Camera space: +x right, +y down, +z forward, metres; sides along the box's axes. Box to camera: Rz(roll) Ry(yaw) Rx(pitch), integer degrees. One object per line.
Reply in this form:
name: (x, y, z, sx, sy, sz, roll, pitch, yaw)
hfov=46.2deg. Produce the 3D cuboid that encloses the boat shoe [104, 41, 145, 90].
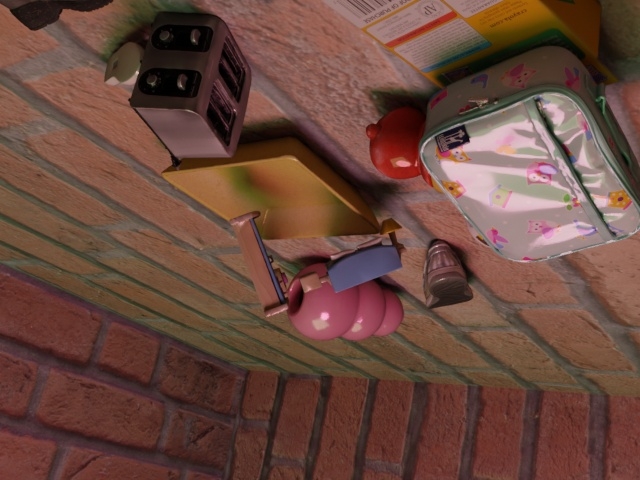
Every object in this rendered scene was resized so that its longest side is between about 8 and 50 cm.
boat shoe: (-0.290, -0.264, 1.178, 0.063, 0.066, 0.184, 11, 175, -30)

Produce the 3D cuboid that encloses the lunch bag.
lunch bag: (0.270, -0.098, 0.939, 0.224, 0.108, 0.279, -16, 131, 39)

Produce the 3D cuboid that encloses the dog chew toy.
dog chew toy: (0.078, 0.177, 2.002, 0.332, 0.206, 0.206, 14, 161, -28)

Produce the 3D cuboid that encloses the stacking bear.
stacking bear: (0.215, -0.141, 1.147, 0.289, 0.164, 0.175, 8, 160, 23)

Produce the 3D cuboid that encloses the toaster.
toaster: (-0.188, -0.220, 1.123, 0.110, 0.168, 0.185, 5, 158, 16)

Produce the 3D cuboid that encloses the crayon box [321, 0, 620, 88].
crayon box: (0.187, -0.272, 0.903, 0.323, 0.083, 0.203, 27, 155, -34)

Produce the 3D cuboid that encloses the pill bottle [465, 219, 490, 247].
pill bottle: (0.345, -0.068, 1.304, 0.117, 0.117, 0.215, 15, 159, -9)

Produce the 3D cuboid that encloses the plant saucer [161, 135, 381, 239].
plant saucer: (-0.087, -0.106, 1.498, 0.333, 0.081, 0.333, -2, 156, 35)

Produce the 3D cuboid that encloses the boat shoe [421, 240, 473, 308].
boat shoe: (0.300, 0.093, 1.812, 0.118, 0.103, 0.320, -13, 161, 9)

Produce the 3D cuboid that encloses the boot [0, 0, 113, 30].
boot: (-0.353, -0.377, 0.890, 0.338, 0.118, 0.223, -10, 145, 37)

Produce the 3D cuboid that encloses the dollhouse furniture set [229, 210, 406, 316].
dollhouse furniture set: (0.000, 0.000, 1.529, 0.303, 0.198, 0.286, -20, -178, -1)
